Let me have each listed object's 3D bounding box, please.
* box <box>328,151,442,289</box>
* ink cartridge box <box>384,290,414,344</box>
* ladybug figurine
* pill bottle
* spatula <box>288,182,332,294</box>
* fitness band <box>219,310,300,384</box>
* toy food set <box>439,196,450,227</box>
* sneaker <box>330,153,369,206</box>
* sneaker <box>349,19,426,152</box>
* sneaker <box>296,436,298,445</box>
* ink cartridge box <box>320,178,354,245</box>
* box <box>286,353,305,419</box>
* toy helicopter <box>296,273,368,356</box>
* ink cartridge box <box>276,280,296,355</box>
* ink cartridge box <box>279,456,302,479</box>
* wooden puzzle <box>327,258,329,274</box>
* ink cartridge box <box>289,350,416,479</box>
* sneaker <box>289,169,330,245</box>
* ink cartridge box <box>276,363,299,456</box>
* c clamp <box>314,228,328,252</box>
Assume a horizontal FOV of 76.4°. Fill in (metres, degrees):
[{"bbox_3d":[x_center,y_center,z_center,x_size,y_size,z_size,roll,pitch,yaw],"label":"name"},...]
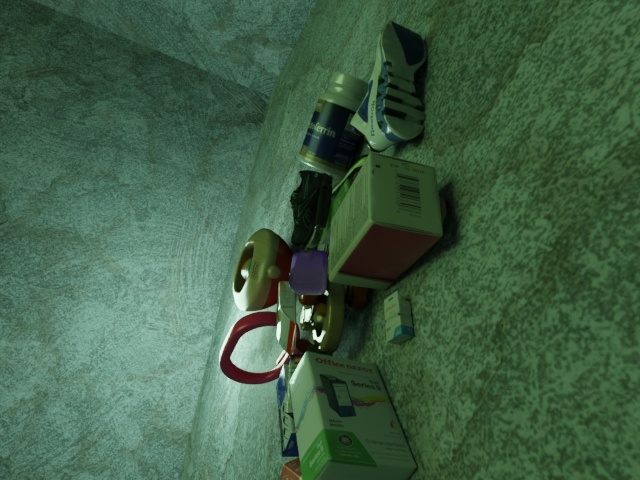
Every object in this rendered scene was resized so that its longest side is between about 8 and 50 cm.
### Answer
[{"bbox_3d":[0.108,-0.024,0.755,0.232,0.127,0.149,119,158,-57],"label":"box"},{"bbox_3d":[0.141,0.139,0.737,0.048,0.028,0.083,131,149,-49],"label":"ink cartridge box"},{"bbox_3d":[-0.200,0.114,1.472,0.449,0.162,0.305,-176,102,-70],"label":"ladybug figurine"},{"bbox_3d":[0.048,-0.330,1.167,0.153,0.153,0.265,-128,56,-66],"label":"pill bottle"},{"bbox_3d":[-0.008,-0.016,0.888,0.030,0.084,0.296,64,-151,-47],"label":"spatula"},{"bbox_3d":[-0.176,0.318,1.178,0.054,0.209,0.291,-103,34,-51],"label":"fitness band"},{"bbox_3d":[0.200,-0.040,0.728,0.083,0.020,0.082,-109,40,-59],"label":"toy food set"},{"bbox_3d":[0.078,-0.109,1.016,0.097,0.084,0.235,-100,32,-48],"label":"sneaker"},{"bbox_3d":[0.143,-0.339,0.957,0.182,0.127,0.315,-31,48,59],"label":"sneaker"},{"bbox_3d":[0.028,0.438,0.731,0.087,0.092,0.229,-21,70,28],"label":"sneaker"},{"bbox_3d":[0.088,-0.071,0.924,0.062,0.109,0.209,-97,30,-47],"label":"ink cartridge box"},{"bbox_3d":[-0.029,0.331,0.869,0.207,0.036,0.114,73,-165,-55],"label":"box"},{"bbox_3d":[-0.001,0.199,0.984,0.355,0.140,0.235,138,136,-74],"label":"toy helicopter"},{"bbox_3d":[-0.083,0.209,0.946,0.179,0.045,0.145,-91,8,-45],"label":"ink cartridge box"},{"bbox_3d":[0.018,0.446,0.636,0.198,0.067,0.115,14,90,37],"label":"ink cartridge box"},{"bbox_3d":[0.013,0.087,1.133,0.116,0.014,0.078,1,72,60],"label":"wooden puzzle"},{"bbox_3d":[0.042,0.304,0.687,0.093,0.154,0.212,-64,21,21],"label":"ink cartridge box"},{"bbox_3d":[-0.060,-0.110,1.360,0.101,0.106,0.267,-125,53,-64],"label":"sneaker"},{"bbox_3d":[-0.077,0.431,1.050,0.207,0.046,0.097,-107,30,-57],"label":"ink cartridge box"},{"bbox_3d":[0.000,0.000,1.230,0.161,0.022,0.137,-118,47,-62],"label":"c clamp"}]
